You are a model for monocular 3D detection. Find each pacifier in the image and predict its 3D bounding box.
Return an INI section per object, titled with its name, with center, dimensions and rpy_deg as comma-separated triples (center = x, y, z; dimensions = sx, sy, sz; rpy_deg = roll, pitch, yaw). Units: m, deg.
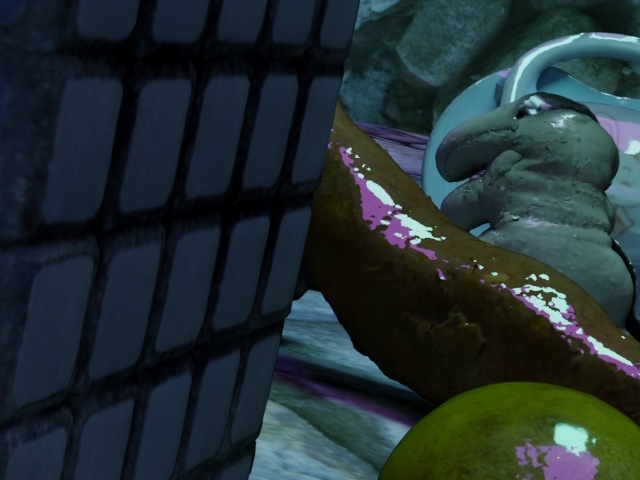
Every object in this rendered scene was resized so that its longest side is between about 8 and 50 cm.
[pacifier]
center = 0.220, -0.035, 1.611
dimensions = 0.287, 0.238, 0.226
rpy_deg = 10, -21, -3

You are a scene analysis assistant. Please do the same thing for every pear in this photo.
[pear]
center = 0.069, 0.099, 0.630
dimensions = 0.107, 0.107, 0.131
rpy_deg = 11, 17, -13

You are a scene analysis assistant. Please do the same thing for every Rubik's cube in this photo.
[Rubik's cube]
center = -0.142, -0.012, 0.577
dimensions = 0.237, 0.237, 0.238
rpy_deg = 16, 9, 16

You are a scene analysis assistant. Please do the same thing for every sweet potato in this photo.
[sweet potato]
center = 0.081, 0.044, 1.028
dimensions = 0.354, 0.106, 0.095
rpy_deg = 41, 4, 32

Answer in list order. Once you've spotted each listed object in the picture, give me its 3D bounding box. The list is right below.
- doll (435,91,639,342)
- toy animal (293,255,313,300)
[doll]
center = 0.145, 0.002, 1.240
dimensions = 0.149, 0.192, 0.095
rpy_deg = 3, -10, -22
[toy animal]
center = -0.102, -0.028, 1.209
dimensions = 0.168, 0.106, 0.343
rpy_deg = 19, 0, -38
